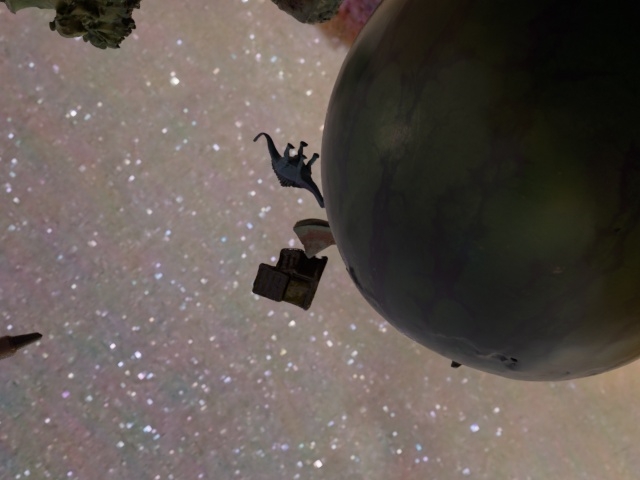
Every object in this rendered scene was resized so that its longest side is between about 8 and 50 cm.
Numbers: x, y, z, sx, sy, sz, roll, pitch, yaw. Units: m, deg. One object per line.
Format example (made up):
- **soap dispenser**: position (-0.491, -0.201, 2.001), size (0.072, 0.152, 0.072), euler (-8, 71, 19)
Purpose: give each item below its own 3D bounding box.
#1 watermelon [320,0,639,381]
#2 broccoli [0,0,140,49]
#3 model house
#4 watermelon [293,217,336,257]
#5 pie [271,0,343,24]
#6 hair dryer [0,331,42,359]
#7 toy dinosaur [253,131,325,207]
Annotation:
- **watermelon**: position (0.164, -0.067, 0.638), size (0.363, 0.363, 0.363), euler (41, -154, -25)
- **broccoli**: position (-0.410, -0.442, 1.322), size (0.248, 0.245, 0.288), euler (71, 173, -67)
- **model house**: position (-0.074, 0.085, 1.987), size (0.152, 0.165, 0.106), euler (18, -166, -7)
- **watermelon**: position (0.000, 0.000, 1.242), size (0.085, 0.061, 0.085), euler (20, -176, -1)
- **pie**: position (-0.019, -0.449, 1.194), size (0.078, 0.277, 0.277), euler (-8, -122, -29)
- **hair dryer**: position (-0.523, 0.196, 1.247), size (0.220, 0.195, 0.053), euler (-6, -163, -25)
- **toy dinosaur**: position (-0.044, -0.121, 1.368), size (0.045, 0.080, 0.197), euler (-19, -127, -43)
